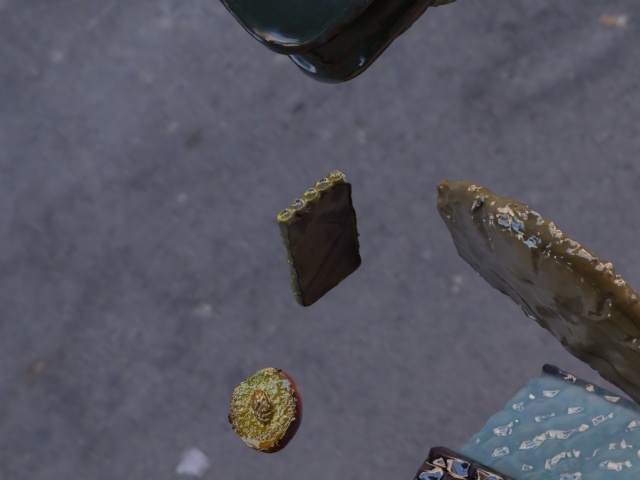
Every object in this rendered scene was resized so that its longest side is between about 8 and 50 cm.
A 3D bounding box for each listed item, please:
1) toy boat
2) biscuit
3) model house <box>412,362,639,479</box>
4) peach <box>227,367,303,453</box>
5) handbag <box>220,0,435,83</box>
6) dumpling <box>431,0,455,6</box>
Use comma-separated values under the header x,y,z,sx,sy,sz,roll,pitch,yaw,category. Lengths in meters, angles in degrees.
x,y,z,sx,sy,sz,roll,pitch,yaw,category
0.000,0.000,1.325,0.063,0.115,0.016,-38,61,-18,toy boat
0.192,0.049,1.286,0.290,0.141,0.038,41,76,7,biscuit
0.217,0.347,1.495,0.339,0.297,0.360,-32,38,-31,model house
-0.052,0.193,2.055,0.098,0.061,0.098,-4,83,31,peach
0.001,-0.247,0.944,0.247,0.079,0.260,-47,66,14,handbag
0.063,-0.255,1.164,0.108,0.152,0.219,-12,83,58,dumpling
